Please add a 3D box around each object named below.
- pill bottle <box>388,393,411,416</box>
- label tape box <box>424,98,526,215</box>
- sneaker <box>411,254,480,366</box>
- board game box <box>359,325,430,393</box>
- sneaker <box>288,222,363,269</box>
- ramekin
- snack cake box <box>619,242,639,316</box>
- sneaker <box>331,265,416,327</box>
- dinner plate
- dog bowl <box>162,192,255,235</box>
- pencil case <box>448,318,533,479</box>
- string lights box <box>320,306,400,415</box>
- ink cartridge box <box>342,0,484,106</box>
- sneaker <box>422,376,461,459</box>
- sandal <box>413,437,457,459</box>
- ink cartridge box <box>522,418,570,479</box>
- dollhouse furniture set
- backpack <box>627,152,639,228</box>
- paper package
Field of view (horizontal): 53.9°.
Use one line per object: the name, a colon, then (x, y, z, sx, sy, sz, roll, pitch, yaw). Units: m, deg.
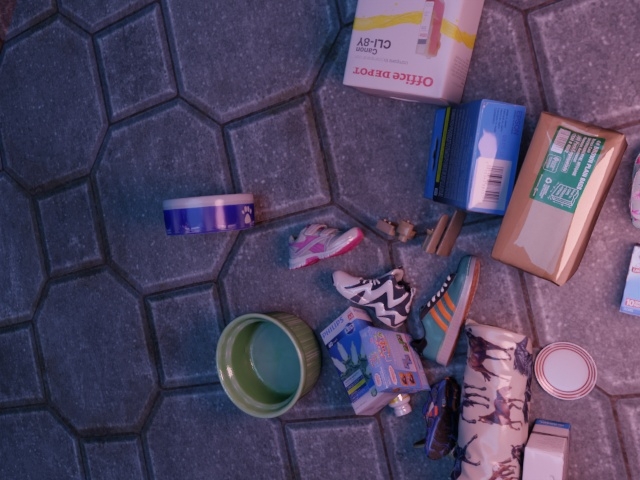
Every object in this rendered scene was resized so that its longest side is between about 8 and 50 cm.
pill bottle: (0.205, 0.414, 1.711, 0.065, 0.065, 0.116, -25, 81, 28)
label tape box: (0.356, -0.198, 1.499, 0.106, 0.333, 0.240, 6, 98, -7)
sneaker: (0.315, 0.168, 1.609, 0.121, 0.108, 0.302, 21, 105, 22)
board game box: (0.192, 0.308, 1.605, 0.039, 0.212, 0.160, -31, 60, 28)
sneaker: (0.000, 0.000, 1.775, 0.252, 0.103, 0.111, -20, 85, 28)
ramekin: (-0.144, 0.352, 1.852, 0.304, 0.148, 0.303, 2, 95, 29)
snack cake box: (0.799, 0.107, 1.348, 0.265, 0.089, 0.152, 13, 100, 27)
sneaker: (0.154, 0.111, 1.703, 0.235, 0.094, 0.153, 36, 108, 22)
dinner plate: (0.591, 0.313, 1.518, 0.141, 0.017, 0.141, 2, 93, 29)
dog bowl: (-0.327, -0.078, 1.858, 0.265, 0.265, 0.104, -3, 94, 29)
pencil case: (0.401, 0.397, 1.500, 0.184, 0.160, 0.410, 1, 79, 40)
string lights box: (0.111, 0.324, 1.703, 0.133, 0.077, 0.259, -45, 51, 24)
ink cartridge box: (0.239, -0.548, 1.570, 0.279, 0.160, 0.384, 16, 101, 27)
sneaker: (0.301, 0.458, 1.609, 0.083, 0.221, 0.087, 41, 137, -19)
sandal: (0.358, 0.530, 1.623, 0.240, 0.088, 0.079, -27, 79, 22)
ink cartridge box: (0.525, 0.520, 1.461, 0.086, 0.203, 0.148, 5, 95, 26)
dollhouse furniture set: (0.259, -0.051, 1.620, 0.151, 0.144, 0.123, 31, 103, 39)
backpack: (0.743, -0.117, 1.331, 0.166, 0.144, 0.188, 0, 85, 44)
paper package: (0.519, -0.088, 1.362, 0.168, 0.309, 0.324, 23, 104, 23)
